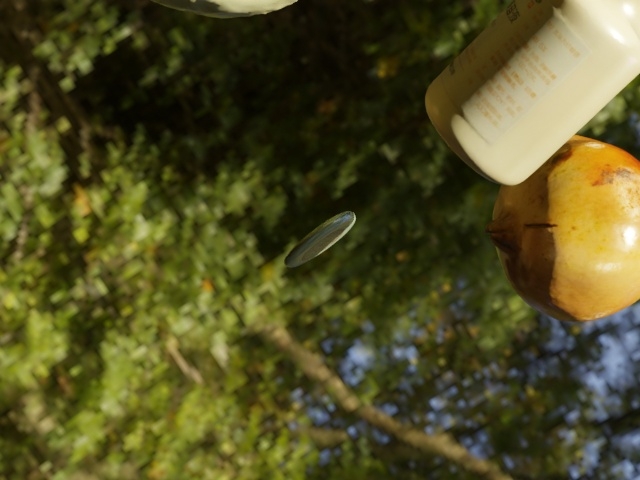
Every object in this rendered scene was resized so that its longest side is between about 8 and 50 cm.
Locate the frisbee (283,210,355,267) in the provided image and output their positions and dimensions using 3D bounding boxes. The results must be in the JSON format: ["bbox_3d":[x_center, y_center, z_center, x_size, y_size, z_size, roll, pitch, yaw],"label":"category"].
[{"bbox_3d":[0.000,0.000,2.093,0.110,0.014,0.110,-36,170,-7],"label":"frisbee"}]

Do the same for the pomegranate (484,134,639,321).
[{"bbox_3d":[0.287,-0.014,1.822,0.209,0.209,0.209,-29,-164,9],"label":"pomegranate"}]

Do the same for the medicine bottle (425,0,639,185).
[{"bbox_3d":[0.204,-0.162,1.316,0.252,0.114,0.114,-44,-169,23],"label":"medicine bottle"}]

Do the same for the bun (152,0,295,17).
[{"bbox_3d":[-0.112,-0.409,1.689,0.359,0.360,0.211,-27,-171,16],"label":"bun"}]
